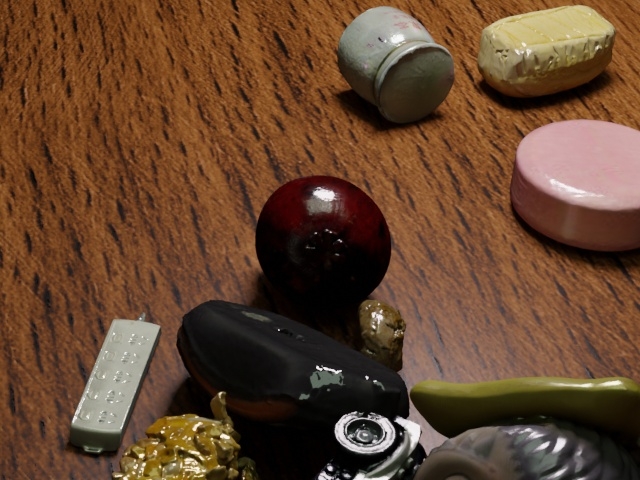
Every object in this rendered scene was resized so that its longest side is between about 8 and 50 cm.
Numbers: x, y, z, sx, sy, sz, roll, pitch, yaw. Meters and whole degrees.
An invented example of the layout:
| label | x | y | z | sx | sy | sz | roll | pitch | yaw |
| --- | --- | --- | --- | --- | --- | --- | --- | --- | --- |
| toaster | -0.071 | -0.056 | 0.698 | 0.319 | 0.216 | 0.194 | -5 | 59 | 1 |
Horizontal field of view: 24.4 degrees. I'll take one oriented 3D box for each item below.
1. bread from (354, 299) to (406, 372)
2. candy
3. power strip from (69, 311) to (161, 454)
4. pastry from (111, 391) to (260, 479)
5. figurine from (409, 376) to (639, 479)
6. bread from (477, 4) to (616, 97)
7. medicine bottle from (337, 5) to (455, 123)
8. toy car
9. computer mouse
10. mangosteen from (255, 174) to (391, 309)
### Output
| label | x | y | z | sx | sy | sz | roll | pitch | yaw |
| --- | --- | --- | --- | --- | --- | --- | --- | --- | --- |
| bread | 0.074 | 0.118 | 1.825 | 0.060 | 0.082 | 0.113 | 5 | 39 | -3 |
| candy | 0.401 | -0.082 | 2.120 | 0.255 | 0.094 | 0.255 | 3 | 35 | -2 |
| power strip | -0.241 | 0.160 | 1.778 | 0.060 | 0.027 | 0.253 | 7 | 36 | 4 |
| pastry | -0.152 | 0.271 | 1.567 | 0.154 | 0.102 | 0.250 | 11 | 38 | 28 |
| figurine | 0.242 | 0.346 | 1.463 | 0.266 | 0.361 | 0.378 | -11 | 63 | 42 |
| bread | 0.369 | -0.304 | 2.412 | 0.236 | 0.106 | 0.140 | -16 | 39 | -26 |
| medicine bottle | 0.117 | -0.274 | 2.310 | 0.147 | 0.147 | 0.143 | -16 | 42 | -26 |
| toy car | 0.020 | 0.296 | 1.480 | 0.118 | 0.193 | 0.301 | 24 | 39 | 23 |
| computer mouse | -0.038 | 0.160 | 1.698 | 0.183 | 0.116 | 0.323 | 4 | 13 | -42 |
| mangosteen | 0.000 | 0.000 | 1.920 | 0.199 | 0.200 | 0.200 | 3 | 36 | -2 |
